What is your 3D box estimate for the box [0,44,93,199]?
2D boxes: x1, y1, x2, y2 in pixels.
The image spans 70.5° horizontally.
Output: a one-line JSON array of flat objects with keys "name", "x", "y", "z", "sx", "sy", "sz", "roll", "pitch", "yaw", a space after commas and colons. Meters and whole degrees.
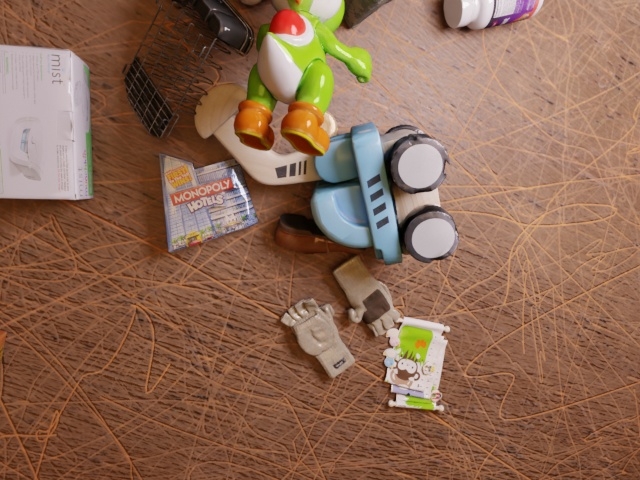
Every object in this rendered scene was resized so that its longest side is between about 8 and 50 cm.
[{"name": "box", "x": -0.551, "y": -0.206, "z": 0.820, "sx": 0.230, "sy": 0.127, "sz": 0.262, "roll": -1, "pitch": 96, "yaw": -13}]

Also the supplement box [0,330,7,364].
[{"name": "supplement box", "x": -0.679, "y": 0.293, "z": 0.877, "sx": 0.080, "sy": 0.078, "sz": 0.234, "roll": 13, "pitch": 94, "yaw": -17}]

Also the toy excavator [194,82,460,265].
[{"name": "toy excavator", "x": 0.015, "y": -0.134, "z": 0.917, "sx": 0.444, "sy": 0.222, "sz": 0.433, "roll": -13, "pitch": 110, "yaw": 6}]

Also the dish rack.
[{"name": "dish rack", "x": -0.260, "y": -0.329, "z": 0.833, "sx": 0.271, "sy": 0.074, "sz": 0.208, "roll": -49, "pitch": 62, "yaw": 25}]

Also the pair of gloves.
[{"name": "pair of gloves", "x": 0.053, "y": 0.173, "z": 1.042, "sx": 0.240, "sy": 0.042, "sz": 0.204, "roll": -42, "pitch": 107, "yaw": -3}]

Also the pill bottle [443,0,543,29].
[{"name": "pill bottle", "x": 0.377, "y": -0.527, "z": 0.996, "sx": 0.193, "sy": 0.108, "sz": 0.108, "roll": -16, "pitch": 100, "yaw": -10}]

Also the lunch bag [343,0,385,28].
[{"name": "lunch bag", "x": 0.069, "y": -0.597, "z": 0.853, "sx": 0.169, "sy": 0.235, "sz": 0.287, "roll": -38, "pitch": 104, "yaw": -7}]

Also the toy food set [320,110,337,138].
[{"name": "toy food set", "x": -0.003, "y": -0.244, "z": 0.990, "sx": 0.083, "sy": 0.020, "sz": 0.083, "roll": -41, "pitch": 103, "yaw": -5}]

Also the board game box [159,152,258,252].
[{"name": "board game box", "x": -0.247, "y": -0.099, "z": 0.934, "sx": 0.194, "sy": 0.060, "sz": 0.194, "roll": -19, "pitch": 101, "yaw": -10}]

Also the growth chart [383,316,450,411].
[{"name": "growth chart", "x": 0.233, "y": 0.303, "z": 1.107, "sx": 0.171, "sy": 0.021, "sz": 0.238, "roll": 4, "pitch": 95, "yaw": -12}]

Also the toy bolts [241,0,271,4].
[{"name": "toy bolts", "x": -0.096, "y": -0.540, "z": 0.808, "sx": 0.158, "sy": 0.218, "sz": 0.229, "roll": -41, "pitch": 133, "yaw": -8}]

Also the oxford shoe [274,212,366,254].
[{"name": "oxford shoe", "x": 0.000, "y": 0.000, "z": 1.006, "sx": 0.212, "sy": 0.076, "sz": 0.076, "roll": 13, "pitch": 124, "yaw": -16}]

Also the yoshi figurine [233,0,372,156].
[{"name": "yoshi figurine", "x": -0.027, "y": -0.326, "z": 0.772, "sx": 0.203, "sy": 0.203, "sz": 0.363, "roll": 13, "pitch": 85, "yaw": -29}]

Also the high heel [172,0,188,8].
[{"name": "high heel", "x": -0.311, "y": -0.590, "z": 0.866, "sx": 0.093, "sy": 0.186, "sz": 0.261, "roll": -22, "pitch": 67, "yaw": -33}]
